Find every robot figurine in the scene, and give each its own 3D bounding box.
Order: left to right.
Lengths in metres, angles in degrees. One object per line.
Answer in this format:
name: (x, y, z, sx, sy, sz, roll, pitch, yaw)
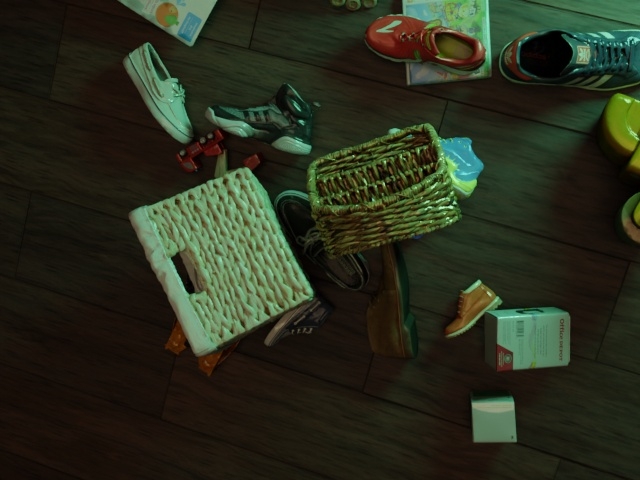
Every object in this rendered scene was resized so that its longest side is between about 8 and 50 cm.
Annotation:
robot figurine: (-0.266, 0.183, 1.597, 0.211, 0.085, 0.291, 31, 102, 5)

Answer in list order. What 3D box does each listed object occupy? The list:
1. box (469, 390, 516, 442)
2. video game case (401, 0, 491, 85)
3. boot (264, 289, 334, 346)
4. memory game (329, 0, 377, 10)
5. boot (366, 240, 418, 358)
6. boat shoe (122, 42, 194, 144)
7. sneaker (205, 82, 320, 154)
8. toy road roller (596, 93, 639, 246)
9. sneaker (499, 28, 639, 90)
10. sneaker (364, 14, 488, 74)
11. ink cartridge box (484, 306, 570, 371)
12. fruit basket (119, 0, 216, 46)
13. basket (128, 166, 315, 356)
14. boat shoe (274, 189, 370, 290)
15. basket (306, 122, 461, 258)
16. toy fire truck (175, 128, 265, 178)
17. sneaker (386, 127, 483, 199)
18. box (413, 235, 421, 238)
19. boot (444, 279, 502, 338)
box: (0.407, 0.417, 1.497, 0.101, 0.087, 0.102, -3, 96, 11)
video game case: (0.289, -0.472, 1.450, 0.193, 0.023, 0.212, -3, 96, 11)
boot: (-0.053, 0.211, 1.567, 0.086, 0.069, 0.190, 41, 100, 7)
memory game: (0.079, -0.592, 1.412, 0.186, 0.186, 0.012, -6, 57, 11)
boot: (0.157, 0.137, 1.508, 0.115, 0.112, 0.305, -4, 98, 22)
boat shoe: (-0.380, -0.365, 1.555, 0.088, 0.096, 0.267, -35, 81, 17)
sneaker: (-0.133, -0.311, 1.511, 0.269, 0.101, 0.153, 19, 99, 2)
toy road roller: (0.679, -0.166, 1.330, 0.241, 0.202, 0.329, 28, 96, 19)
sneaker: (0.567, -0.388, 1.344, 0.350, 0.148, 0.131, -2, 96, 11)
sneaker: (0.232, -0.444, 1.390, 0.279, 0.118, 0.107, 14, 98, 9)
ink cartridge box: (0.472, 0.225, 1.446, 0.175, 0.072, 0.127, -2, 96, -9)
fruit basket: (-0.379, -0.692, 1.480, 0.353, 0.165, 0.327, 34, 101, 2)
basket: (-0.193, 0.045, 1.373, 0.266, 0.331, 0.328, -27, 85, 0)
boat shoe: (-0.003, 0.003, 1.516, 0.113, 0.105, 0.306, -38, 89, 12)
basket: (0.124, -0.108, 1.331, 0.299, 0.213, 0.223, -15, 95, 10)
toy fire truck: (-0.250, -0.203, 1.567, 0.192, 0.047, 0.135, -28, 98, 17)
sneaker: (0.273, -0.205, 1.464, 0.240, 0.091, 0.126, 40, 83, 4)
box: (0.207, -0.071, 1.510, 0.081, 0.028, 0.136, -41, 90, 12)
boot: (0.343, 0.164, 1.499, 0.158, 0.059, 0.084, -42, 85, 4)
